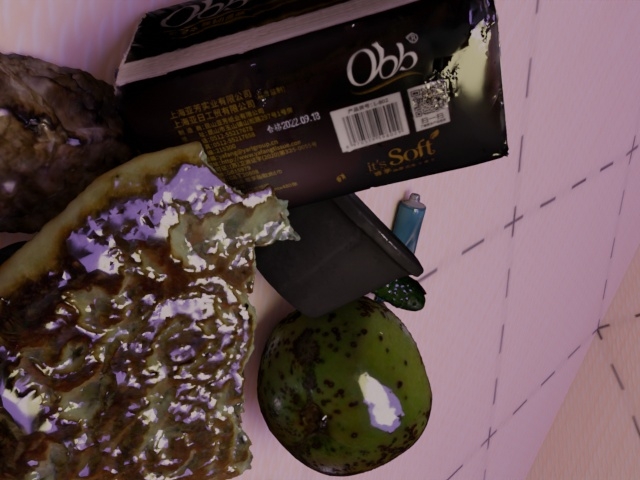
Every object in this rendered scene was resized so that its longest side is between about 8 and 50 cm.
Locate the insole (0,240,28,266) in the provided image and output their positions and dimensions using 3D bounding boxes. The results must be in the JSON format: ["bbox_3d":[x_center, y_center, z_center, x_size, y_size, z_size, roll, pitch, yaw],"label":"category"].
[{"bbox_3d":[-0.374,0.087,0.533,0.309,0.110,0.012,-45,129,-41],"label":"insole"}]

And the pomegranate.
[{"bbox_3d":[0.051,0.208,1.007,0.341,0.285,0.284,-44,141,-62],"label":"pomegranate"}]

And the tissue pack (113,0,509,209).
[{"bbox_3d":[0.002,-0.166,0.652,0.370,0.198,0.209,-12,127,8],"label":"tissue pack"}]

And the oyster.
[{"bbox_3d":[-0.316,-0.075,0.575,0.396,0.111,0.204,1,110,-51],"label":"oyster"}]

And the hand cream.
[{"bbox_3d":[0.154,0.017,1.165,0.083,0.048,0.224,-10,120,-42],"label":"hand cream"}]

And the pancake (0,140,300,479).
[{"bbox_3d":[-0.188,0.105,0.613,0.305,0.067,0.426,5,105,-28],"label":"pancake"}]

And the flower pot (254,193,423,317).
[{"bbox_3d":[0.000,0.000,0.862,0.166,0.269,0.269,-46,139,7],"label":"flower pot"}]

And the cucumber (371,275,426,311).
[{"bbox_3d":[0.112,0.073,1.108,0.227,0.069,0.069,29,86,-34],"label":"cucumber"}]
